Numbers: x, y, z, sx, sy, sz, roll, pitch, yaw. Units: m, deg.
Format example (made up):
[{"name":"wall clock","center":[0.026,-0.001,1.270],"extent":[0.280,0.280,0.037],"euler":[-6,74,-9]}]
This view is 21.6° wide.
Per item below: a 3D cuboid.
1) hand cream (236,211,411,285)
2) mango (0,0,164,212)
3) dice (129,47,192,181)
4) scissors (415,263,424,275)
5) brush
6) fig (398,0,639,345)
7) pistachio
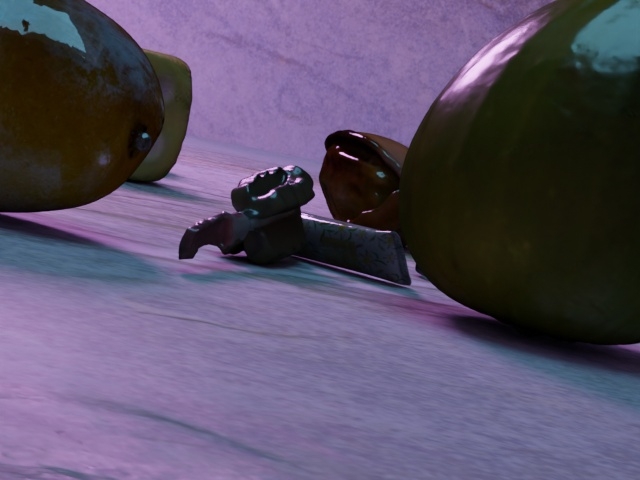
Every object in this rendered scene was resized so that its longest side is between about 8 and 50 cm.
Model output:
[{"name":"hand cream","center":[0.000,0.000,1.620],"extent":[0.194,0.067,0.042],"euler":[15,42,34]},{"name":"mango","center":[-0.316,-0.136,1.437],"extent":[0.384,0.221,0.199],"euler":[13,-39,19]},{"name":"dice","center":[-0.274,-0.172,2.174],"extent":[0.169,0.169,0.166],"euler":[10,6,-26]},{"name":"scissors","center":[0.221,0.058,1.659],"extent":[0.109,0.022,0.300],"euler":[2,11,-44]},{"name":"brush","center":[-0.071,-0.014,1.465],"extent":[0.071,0.084,0.301],"euler":[15,11,14]},{"name":"fig","center":[0.225,-0.070,1.415],"extent":[0.316,0.316,0.316],"euler":[12,5,-1]},{"name":"pistachio","center":[0.063,-0.061,2.040],"extent":[0.130,0.165,0.210],"euler":[-28,32,-13]}]
